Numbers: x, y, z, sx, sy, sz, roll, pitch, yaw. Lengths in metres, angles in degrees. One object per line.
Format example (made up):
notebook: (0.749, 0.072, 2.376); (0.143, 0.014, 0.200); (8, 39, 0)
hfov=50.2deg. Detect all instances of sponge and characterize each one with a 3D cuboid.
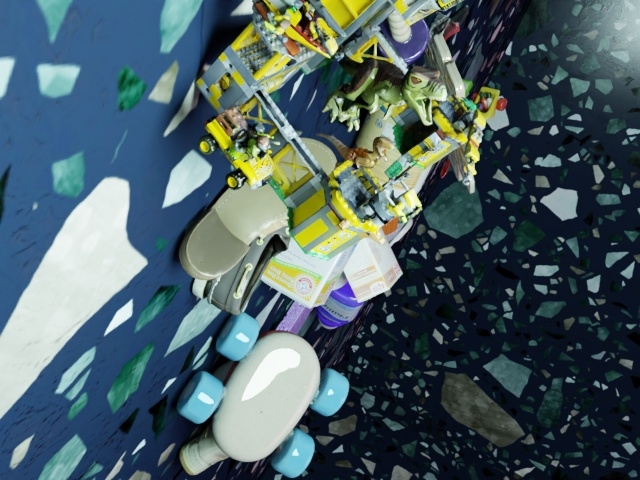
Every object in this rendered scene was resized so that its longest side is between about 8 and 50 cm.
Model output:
sponge: (-0.058, 0.177, 1.536); (0.210, 0.031, 0.117); (-55, 169, -25)

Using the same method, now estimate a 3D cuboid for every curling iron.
curling iron: (0.269, -0.444, 1.396); (0.274, 0.035, 0.068); (-45, 162, -54)

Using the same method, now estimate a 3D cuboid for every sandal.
sandal: (0.110, -0.029, 1.690); (0.265, 0.076, 0.102); (-24, 148, -36)
sandal: (-0.083, -0.038, 0.800); (0.240, 0.088, 0.079); (-45, -166, -33)

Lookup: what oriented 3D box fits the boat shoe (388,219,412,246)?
boat shoe: (0.136, -0.002, 1.884); (0.319, 0.116, 0.099); (-46, 120, -31)

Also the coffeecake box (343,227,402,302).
coffeecake box: (0.076, 0.006, 1.283); (0.068, 0.186, 0.142); (-25, -179, 19)

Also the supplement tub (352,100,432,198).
supplement tub: (0.134, -0.164, 1.214); (0.144, 0.144, 0.200); (-42, 159, -59)

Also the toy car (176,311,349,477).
toy car: (-0.116, 0.240, 1.137); (0.210, 0.219, 0.238); (-59, -162, -12)

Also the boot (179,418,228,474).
boot: (-0.149, 0.352, 1.289); (0.165, 0.077, 0.213); (-32, 177, 23)

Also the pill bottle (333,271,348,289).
pill bottle: (0.037, 0.034, 1.407); (0.103, 0.103, 0.184); (-63, 169, 17)

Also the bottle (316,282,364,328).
bottle: (0.045, 0.149, 1.704); (0.092, 0.118, 0.283); (-55, 174, -25)

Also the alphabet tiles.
alphabet tiles: (0.241, -0.239, 1.266); (0.021, 0.278, 0.284); (-17, 149, 3)

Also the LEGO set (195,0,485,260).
LEGO set: (0.063, -0.154, 0.605); (0.192, 0.255, 0.331); (-33, 178, 42)

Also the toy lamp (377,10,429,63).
toy lamp: (0.103, -0.296, 0.903); (0.080, 0.080, 0.274); (-61, 169, 4)

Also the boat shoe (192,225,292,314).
boat shoe: (-0.073, -0.003, 0.886); (0.228, 0.068, 0.081); (-55, 168, -26)

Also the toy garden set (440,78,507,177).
toy garden set: (0.256, -0.248, 1.452); (0.244, 0.203, 0.049); (-59, 146, -9)

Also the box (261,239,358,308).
box: (0.000, 0.000, 1.139); (0.203, 0.103, 0.114); (-61, 169, 3)
